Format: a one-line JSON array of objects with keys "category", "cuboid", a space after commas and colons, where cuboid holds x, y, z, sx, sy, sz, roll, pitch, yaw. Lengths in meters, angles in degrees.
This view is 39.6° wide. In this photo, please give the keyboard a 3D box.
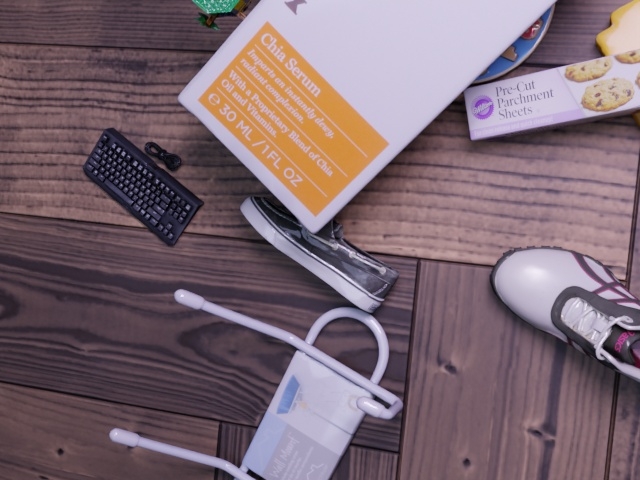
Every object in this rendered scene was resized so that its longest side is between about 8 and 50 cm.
[{"category": "keyboard", "cuboid": [-0.242, -0.086, 1.228, 0.180, 0.023, 0.108, 39, 101, 13]}]

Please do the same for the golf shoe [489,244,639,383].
[{"category": "golf shoe", "cuboid": [0.317, 0.085, 1.001, 0.273, 0.120, 0.105, 28, 100, 17]}]

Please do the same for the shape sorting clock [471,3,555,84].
[{"category": "shape sorting clock", "cuboid": [0.181, -0.293, 1.081, 0.206, 0.040, 0.206, 0, 90, 17]}]

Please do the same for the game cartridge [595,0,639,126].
[{"category": "game cartridge", "cuboid": [0.501, -0.167, 0.979, 0.285, 0.053, 0.323, -27, 80, 16]}]

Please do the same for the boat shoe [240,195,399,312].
[{"category": "boat shoe", "cuboid": [0.000, 0.000, 1.127, 0.219, 0.078, 0.070, 36, 101, 6]}]

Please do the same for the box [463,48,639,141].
[{"category": "box", "cuboid": [0.321, -0.169, 0.983, 0.324, 0.063, 0.067, -7, 90, 32]}]

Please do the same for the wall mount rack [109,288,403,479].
[{"category": "wall mount rack", "cuboid": [-0.077, 0.223, 1.121, 0.304, 0.130, 0.350, 28, 98, 16]}]

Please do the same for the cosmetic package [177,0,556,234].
[{"category": "cosmetic package", "cuboid": [0.080, -0.248, 0.996, 0.230, 0.161, 0.453, 44, 111, -3]}]

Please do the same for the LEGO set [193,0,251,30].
[{"category": "LEGO set", "cuboid": [-0.095, -0.421, 1.032, 0.255, 0.192, 0.331, 31, 100, -3]}]
